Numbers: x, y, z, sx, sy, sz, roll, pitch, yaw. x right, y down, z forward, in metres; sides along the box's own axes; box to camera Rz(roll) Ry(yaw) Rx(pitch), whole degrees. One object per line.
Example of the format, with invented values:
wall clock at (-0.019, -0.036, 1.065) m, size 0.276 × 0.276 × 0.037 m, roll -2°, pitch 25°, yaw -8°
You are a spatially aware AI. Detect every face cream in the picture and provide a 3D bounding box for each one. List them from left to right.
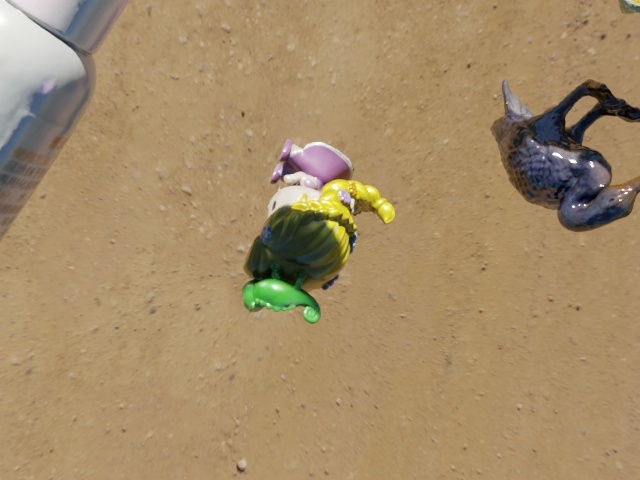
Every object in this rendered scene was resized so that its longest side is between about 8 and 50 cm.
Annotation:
face cream at (-0.185, -0.038, 0.327) m, size 0.082 × 0.082 × 0.269 m, roll 35°, pitch 95°, yaw -2°

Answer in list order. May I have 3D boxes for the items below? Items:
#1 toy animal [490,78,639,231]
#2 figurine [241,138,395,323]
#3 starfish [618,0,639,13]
toy animal at (0.334, -0.131, 0.912) m, size 0.122 × 0.298 × 0.185 m, roll 22°, pitch 105°, yaw -38°
figurine at (0.000, 0.000, 0.552) m, size 0.114 × 0.095 × 0.156 m, roll 15°, pitch 52°, yaw 0°
starfish at (0.212, -0.198, 0.396) m, size 0.175 × 0.053 × 0.208 m, roll 28°, pitch 67°, yaw 25°
